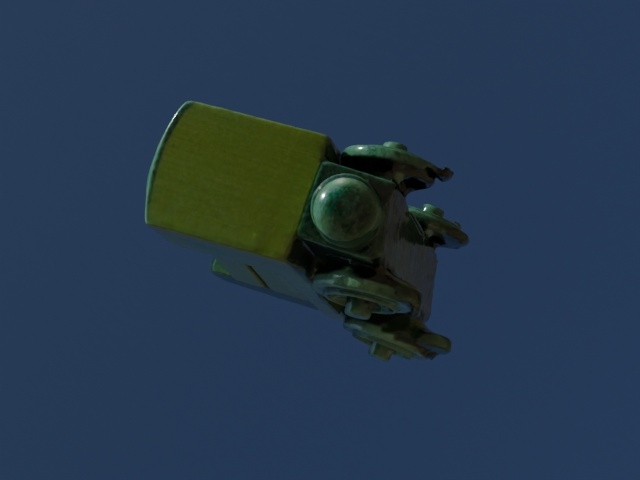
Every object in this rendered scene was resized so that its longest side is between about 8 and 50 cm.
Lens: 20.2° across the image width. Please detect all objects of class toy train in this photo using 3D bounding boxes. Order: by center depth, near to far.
[{"bbox_3d":[0.000,0.000,0.513,0.081,0.122,0.050,14,-100,12],"label":"toy train"}]
